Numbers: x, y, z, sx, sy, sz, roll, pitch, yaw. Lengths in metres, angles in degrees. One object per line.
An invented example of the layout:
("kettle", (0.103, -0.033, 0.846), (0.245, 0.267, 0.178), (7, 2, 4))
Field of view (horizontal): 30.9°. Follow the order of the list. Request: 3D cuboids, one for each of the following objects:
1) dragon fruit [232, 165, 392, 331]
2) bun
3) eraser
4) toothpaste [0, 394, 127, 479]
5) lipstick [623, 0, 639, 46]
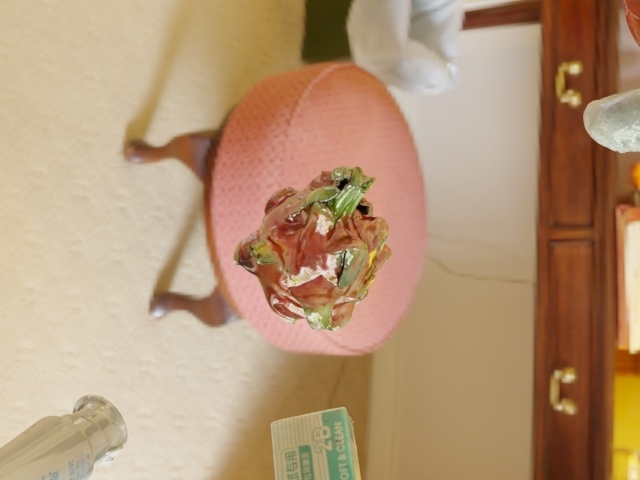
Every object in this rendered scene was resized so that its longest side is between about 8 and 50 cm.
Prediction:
("dragon fruit", (-0.004, 0.002, 1.108), (0.137, 0.135, 0.236), (-53, 174, -19))
("bun", (0.399, -0.148, 1.436), (0.141, 0.141, 0.083), (-15, 91, -57))
("eraser", (0.002, 0.300, 1.316), (0.052, 0.096, 0.225), (72, 7, -49))
("toothpaste", (-0.282, 0.223, 0.994), (0.299, 0.073, 0.114), (-32, 154, -56))
("lipstick", (0.399, -0.240, 1.023), (0.280, 0.073, 0.073), (-24, 114, -13))
